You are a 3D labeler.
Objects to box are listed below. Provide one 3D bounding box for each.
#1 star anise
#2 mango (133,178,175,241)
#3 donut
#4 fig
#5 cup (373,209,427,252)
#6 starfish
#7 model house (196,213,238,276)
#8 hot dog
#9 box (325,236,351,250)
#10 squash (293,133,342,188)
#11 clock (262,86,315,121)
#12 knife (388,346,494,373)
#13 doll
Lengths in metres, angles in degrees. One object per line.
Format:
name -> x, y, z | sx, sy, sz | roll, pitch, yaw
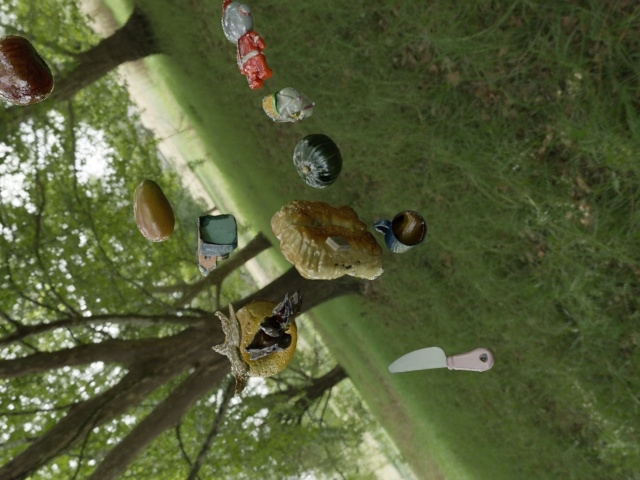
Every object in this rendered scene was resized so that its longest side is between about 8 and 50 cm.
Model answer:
star anise -> -0.114, 0.257, 1.549 | 0.102, 0.272, 0.272 | 39, 168, 11
mango -> -0.584, -0.100, 1.851 | 0.152, 0.120, 0.221 | -89, -11, -64
donut -> -0.199, 0.357, 1.876 | 0.278, 0.277, 0.108 | 59, 167, -18
fig -> -0.827, -0.429, 1.402 | 0.175, 0.207, 0.175 | 52, 171, 12
cup -> 0.259, -0.036, 1.715 | 0.150, 0.113, 0.138 | 47, 168, 6
starfish -> -0.229, 0.273, 1.373 | 0.277, 0.062, 0.236 | -173, 75, -67
model house -> -0.502, 0.049, 2.503 | 0.253, 0.184, 0.291 | -113, 34, -50
hot dog -> 0.000, 0.000, 1.953 | 0.365, 0.196, 0.367 | 7, -142, -41
box -> 0.061, 0.011, 1.785 | 0.053, 0.024, 0.083 | 41, -156, 27
squash -> -0.008, -0.311, 2.082 | 0.218, 0.172, 0.218 | 16, 124, 25
clock -> -0.105, -0.474, 1.858 | 0.231, 0.144, 0.104 | -18, -76, -68
knife -> 0.376, 0.377, 1.685 | 0.043, 0.335, 0.081 | 43, -136, -60
doll -> -0.195, -0.515, 1.357 | 0.142, 0.076, 0.245 | -28, 82, 54
